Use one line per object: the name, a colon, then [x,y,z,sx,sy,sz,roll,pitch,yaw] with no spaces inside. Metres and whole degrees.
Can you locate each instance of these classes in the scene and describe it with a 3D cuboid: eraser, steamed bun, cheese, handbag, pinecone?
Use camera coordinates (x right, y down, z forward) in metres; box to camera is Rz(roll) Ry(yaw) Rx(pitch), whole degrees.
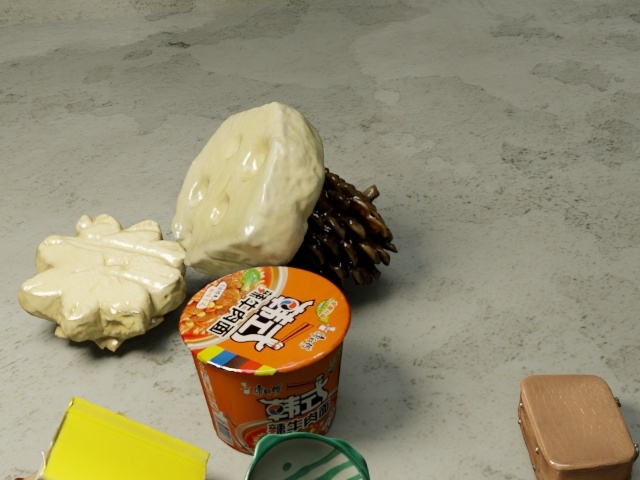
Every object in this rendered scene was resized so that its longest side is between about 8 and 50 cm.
eraser: [-0.264,0.313,1.303,0.226,0.069,0.158,25,34,-12]
steamed bun: [-0.367,0.089,1.673,0.292,0.137,0.295,-20,46,-31]
cheese: [-0.122,-0.072,1.613,0.115,0.318,0.326,29,23,-30]
handbag: [0.370,0.276,1.404,0.151,0.072,0.193,-5,32,-3]
pinecone: [-0.003,-0.012,1.715,0.257,0.243,0.243,-14,36,-9]

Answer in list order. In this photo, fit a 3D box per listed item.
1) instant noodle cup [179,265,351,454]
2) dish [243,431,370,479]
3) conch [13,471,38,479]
instant noodle cup: [-0.078,0.186,1.455,0.250,0.192,0.250,-1,34,1]
dish: [-0.016,0.366,1.259,0.246,0.078,0.224,52,47,6]
conch: [-0.349,0.366,1.314,0.330,0.093,0.109,-4,10,-40]
